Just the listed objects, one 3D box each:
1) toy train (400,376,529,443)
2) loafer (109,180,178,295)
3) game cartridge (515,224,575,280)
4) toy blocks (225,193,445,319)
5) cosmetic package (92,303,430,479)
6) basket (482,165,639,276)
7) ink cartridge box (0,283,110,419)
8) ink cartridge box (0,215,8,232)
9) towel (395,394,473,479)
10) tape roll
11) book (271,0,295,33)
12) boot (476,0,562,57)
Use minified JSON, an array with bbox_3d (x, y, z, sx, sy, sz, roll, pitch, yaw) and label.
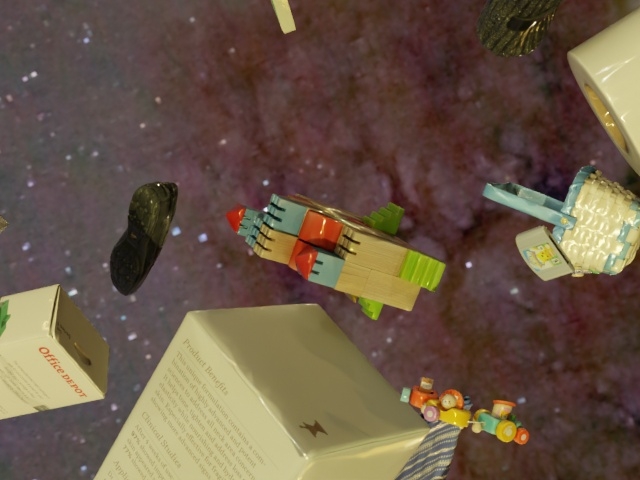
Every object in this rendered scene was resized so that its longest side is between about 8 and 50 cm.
[{"bbox_3d":[0.182,0.205,1.254,0.125,0.166,0.046,3,-79,-80],"label":"toy train"},{"bbox_3d":[-0.283,-0.001,1.641,0.076,0.223,0.078,41,-144,22],"label":"loafer"},{"bbox_3d":[0.314,0.020,1.424,0.083,0.056,0.017,51,-133,-15],"label":"game cartridge"},{"bbox_3d":[0.000,0.000,1.688,0.261,0.190,0.381,17,-172,-25],"label":"toy blocks"},{"bbox_3d":[-0.104,0.360,1.687,0.327,0.393,0.329,2,-143,-50],"label":"cosmetic package"},{"bbox_3d":[0.464,-0.048,1.913,0.289,0.201,0.255,28,-165,20],"label":"basket"},{"bbox_3d":[-0.415,0.157,1.359,0.160,0.220,0.092,66,-164,-47],"label":"ink cartridge box"},{"bbox_3d":[-0.614,0.025,1.600,0.086,0.203,0.148,47,-160,-5],"label":"ink cartridge box"},{"bbox_3d":[0.194,0.479,2.011,0.243,0.040,0.335,-14,-57,-48],"label":"towel"},{"bbox_3d":[0.517,-0.234,1.567,0.246,0.169,0.246,56,-169,-17],"label":"tape roll"},{"bbox_3d":[-0.073,-0.393,1.508,0.096,0.035,0.144,70,180,-58],"label":"book"},{"bbox_3d":[0.398,-0.450,1.578,0.131,0.348,0.260,56,171,17],"label":"boot"}]
